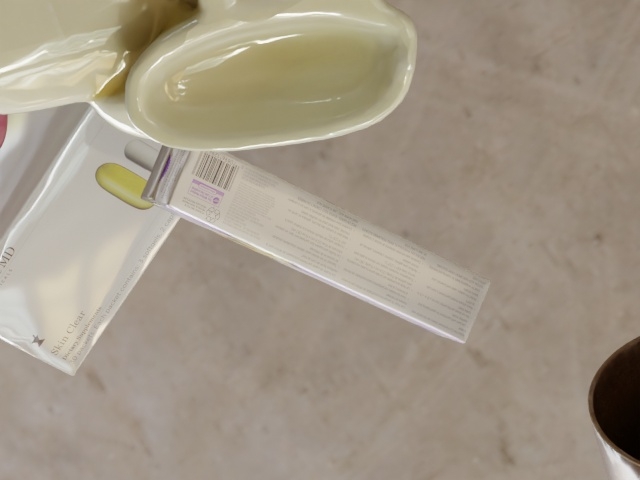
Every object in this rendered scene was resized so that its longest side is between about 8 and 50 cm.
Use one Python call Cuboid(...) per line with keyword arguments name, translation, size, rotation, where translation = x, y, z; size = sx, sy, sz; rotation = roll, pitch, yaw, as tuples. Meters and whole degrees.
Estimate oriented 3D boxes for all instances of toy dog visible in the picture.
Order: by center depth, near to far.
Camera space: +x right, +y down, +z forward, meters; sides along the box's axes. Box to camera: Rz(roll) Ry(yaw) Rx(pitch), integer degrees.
Cuboid(name="toy dog", translation=(-0.129, -0.218, 1.130), size=(0.395, 0.408, 0.285), rotation=(-25, 113, 8))

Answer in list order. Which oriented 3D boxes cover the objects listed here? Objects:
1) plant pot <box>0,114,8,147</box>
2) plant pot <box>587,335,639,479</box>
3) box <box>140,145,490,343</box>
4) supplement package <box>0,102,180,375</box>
Cuboid(name="plant pot", translation=(-0.333, -0.085, 1.268), size=(0.201, 0.180, 0.201), rotation=(25, 129, 35))
Cuboid(name="plant pot", translation=(0.342, 0.218, 1.483), size=(0.215, 0.215, 0.230), rotation=(18, 132, 39))
Cuboid(name="box", translation=(0.000, 0.000, 1.527), size=(0.063, 0.324, 0.067), rotation=(17, 84, 61))
Cuboid(name="supplement package", translation=(-0.244, -0.049, 1.637), size=(0.262, 0.145, 0.204), rotation=(-56, 35, 4))
